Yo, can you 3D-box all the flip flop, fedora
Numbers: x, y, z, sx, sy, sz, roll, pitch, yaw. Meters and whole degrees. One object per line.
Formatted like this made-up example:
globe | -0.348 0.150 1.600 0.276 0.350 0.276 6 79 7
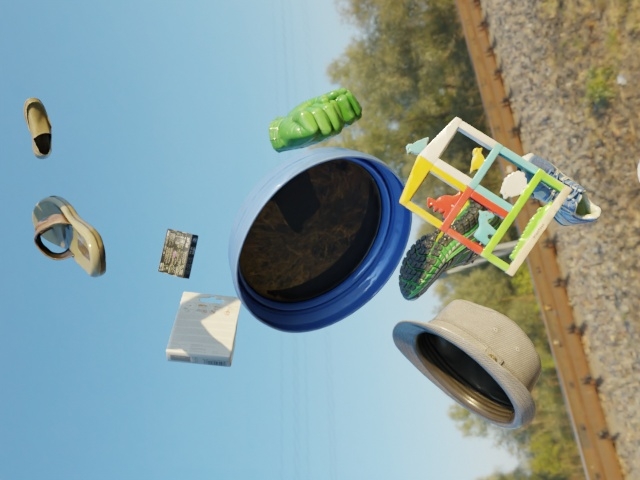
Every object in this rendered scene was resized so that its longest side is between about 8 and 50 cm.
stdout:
flip flop | -0.485 -0.003 1.237 0.080 0.277 0.112 -22 -54 -34
fedora | 0.272 0.195 1.155 0.275 0.124 0.244 37 156 19

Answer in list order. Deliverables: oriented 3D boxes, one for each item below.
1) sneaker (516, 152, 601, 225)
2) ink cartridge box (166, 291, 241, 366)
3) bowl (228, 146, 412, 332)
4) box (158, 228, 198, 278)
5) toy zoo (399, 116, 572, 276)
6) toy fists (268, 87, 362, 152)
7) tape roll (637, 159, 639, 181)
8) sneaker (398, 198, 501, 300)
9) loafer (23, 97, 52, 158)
sneaker | 0.460 -0.101 1.279 0.211 0.081 0.080 33 -102 -27
ink cartridge box | -0.262 0.201 1.516 0.179 0.145 0.045 -84 0 -49
bowl | 0.000 0.000 1.297 0.077 0.391 0.391 45 166 47
box | -0.263 0.024 1.227 0.018 0.067 0.083 14 -93 -57
toy zoo | 0.282 -0.094 1.227 0.293 0.192 0.030 34 -176 10
toy fists | 0.000 -0.275 1.473 0.279 0.142 0.096 -43 -59 -59
tape roll | 0.846 -0.192 1.530 0.072 0.219 0.219 30 -148 -16
sneaker | 0.346 0.038 1.751 0.146 0.343 0.134 39 -170 -27
loafer | -0.667 -0.266 1.585 0.056 0.050 0.148 -21 -66 -34
